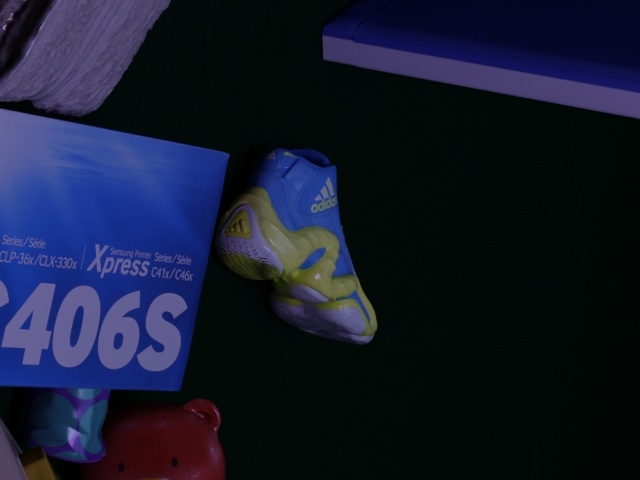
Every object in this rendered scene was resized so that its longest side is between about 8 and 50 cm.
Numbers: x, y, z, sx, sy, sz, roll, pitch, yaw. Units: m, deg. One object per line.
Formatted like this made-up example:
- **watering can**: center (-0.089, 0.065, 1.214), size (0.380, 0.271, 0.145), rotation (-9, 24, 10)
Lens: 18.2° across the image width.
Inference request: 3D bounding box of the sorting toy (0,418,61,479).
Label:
- **sorting toy**: center (-0.161, 0.211, 1.292), size (0.208, 0.038, 0.193), rotation (75, -10, -72)

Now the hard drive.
- **hard drive**: center (0.191, -0.177, 1.706), size (0.210, 0.319, 0.040), rotation (-41, 137, -52)

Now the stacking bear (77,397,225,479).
- **stacking bear**: center (-0.119, 0.260, 1.465), size (0.164, 0.175, 0.289), rotation (-82, 169, -81)

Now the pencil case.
- **pencil case**: center (-0.165, 0.074, 1.377), size (0.070, 0.064, 0.151), rotation (9, 94, -55)

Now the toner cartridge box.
- **toner cartridge box**: center (-0.200, 0.001, 1.185), size (0.348, 0.075, 0.165), rotation (7, 94, -55)

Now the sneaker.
- **sneaker**: center (0.000, 0.000, 1.662), size (0.240, 0.091, 0.126), rotation (47, 58, -60)

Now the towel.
- **towel**: center (-0.100, -0.196, 1.162), size (0.282, 0.049, 0.187), rotation (-58, 169, 6)
